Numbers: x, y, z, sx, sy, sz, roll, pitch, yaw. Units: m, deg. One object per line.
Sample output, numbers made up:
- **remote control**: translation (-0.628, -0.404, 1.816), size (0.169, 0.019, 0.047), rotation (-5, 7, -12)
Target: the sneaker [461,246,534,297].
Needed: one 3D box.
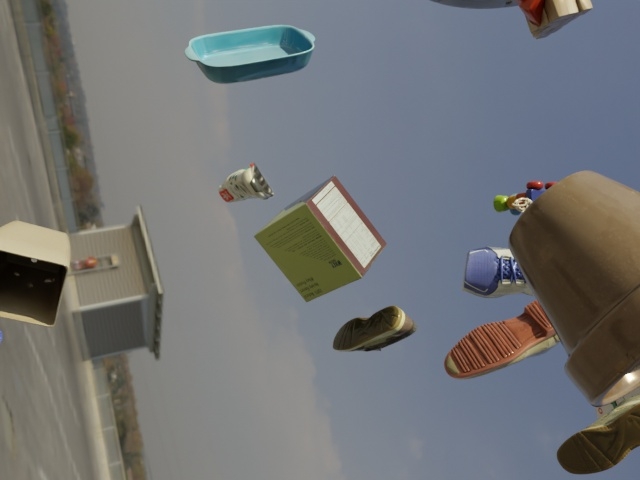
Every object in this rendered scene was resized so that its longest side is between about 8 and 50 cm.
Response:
- **sneaker**: translation (0.481, 0.063, 1.308), size (0.182, 0.315, 0.127), rotation (95, 4, -74)

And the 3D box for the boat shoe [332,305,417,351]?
- **boat shoe**: translation (0.111, 0.201, 1.263), size (0.223, 0.073, 0.080), rotation (-33, -149, 48)

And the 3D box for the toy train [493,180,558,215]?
- **toy train**: translation (0.514, -0.099, 1.571), size (0.143, 0.248, 0.105), rotation (1, -87, 51)

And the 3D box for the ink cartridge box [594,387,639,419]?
- **ink cartridge box**: translation (0.719, 0.324, 1.372), size (0.219, 0.092, 0.160), rotation (131, -48, -66)

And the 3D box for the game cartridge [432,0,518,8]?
- **game cartridge**: translation (0.342, -0.541, 1.188), size (0.198, 0.297, 0.062), rotation (148, -67, -63)

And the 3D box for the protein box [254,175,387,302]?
- **protein box**: translation (0.000, 0.000, 1.363), size (0.200, 0.136, 0.201), rotation (-29, -77, 44)

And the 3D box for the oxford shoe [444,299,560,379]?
- **oxford shoe**: translation (0.539, 0.298, 1.667), size (0.146, 0.397, 0.140), rotation (57, 9, -41)

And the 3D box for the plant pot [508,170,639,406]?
- **plant pot**: translation (0.365, 0.037, 0.747), size (0.229, 0.263, 0.263), rotation (55, -32, 31)

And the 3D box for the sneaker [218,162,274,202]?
- **sneaker**: translation (-0.122, -0.081, 0.953), size (0.057, 0.075, 0.161), rotation (58, -1, -15)

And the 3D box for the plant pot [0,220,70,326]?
- **plant pot**: translation (-0.392, 0.035, 0.804), size (0.096, 0.109, 0.109), rotation (-102, -147, -55)

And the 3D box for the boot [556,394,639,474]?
- **boot**: translation (0.561, 0.366, 1.148), size (0.213, 0.165, 0.077), rotation (-40, -112, 20)

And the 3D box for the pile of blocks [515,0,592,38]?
- **pile of blocks**: translation (0.292, -0.469, 0.858), size (0.149, 0.112, 0.362), rotation (-144, -140, -60)

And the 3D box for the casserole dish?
- **casserole dish**: translation (-0.097, -0.264, 0.853), size (0.114, 0.188, 0.037), rotation (-126, -152, -44)

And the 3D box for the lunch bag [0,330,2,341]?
- **lunch bag**: translation (-0.412, 0.154, 0.438), size (0.138, 0.221, 0.293), rotation (18, -97, 57)
